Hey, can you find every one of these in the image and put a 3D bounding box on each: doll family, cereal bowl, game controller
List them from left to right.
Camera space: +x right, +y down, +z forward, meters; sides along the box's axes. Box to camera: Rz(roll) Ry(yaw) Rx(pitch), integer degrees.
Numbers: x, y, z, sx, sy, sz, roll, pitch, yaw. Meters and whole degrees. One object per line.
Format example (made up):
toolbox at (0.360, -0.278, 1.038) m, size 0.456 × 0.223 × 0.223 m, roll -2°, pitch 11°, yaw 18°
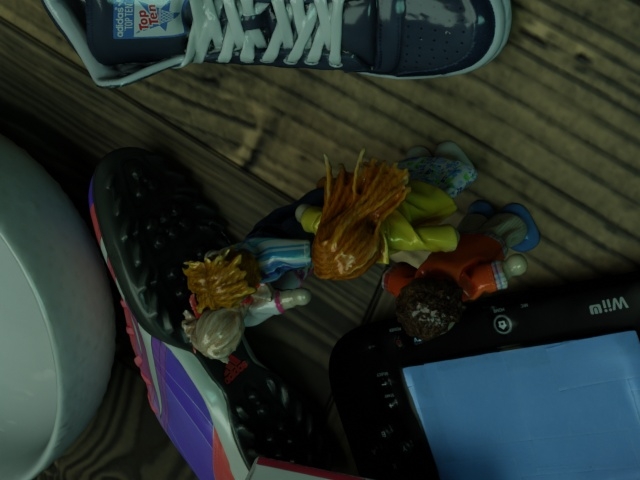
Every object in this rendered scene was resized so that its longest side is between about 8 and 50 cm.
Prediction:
cereal bowl at (-0.301, 0.037, 0.968) m, size 0.339 × 0.141 × 0.338 m, roll 16°, pitch 122°, yaw 27°
doll family at (0.000, 0.000, 0.736) m, size 0.263 × 0.163 × 0.118 m, roll -11°, pitch 108°, yaw 37°
game controller at (0.147, 0.114, 0.764) m, size 0.319 × 0.067 × 0.166 m, roll -15°, pitch 105°, yaw 37°

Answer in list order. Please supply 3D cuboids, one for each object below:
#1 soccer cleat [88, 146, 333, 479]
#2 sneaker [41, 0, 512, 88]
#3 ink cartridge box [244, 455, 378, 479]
soccer cleat at (-0.107, 0.082, 0.893) m, size 0.116 × 0.109 × 0.318 m, roll -16°, pitch 107°, yaw 42°
sneaker at (-0.038, -0.140, 0.694) m, size 0.282 × 0.153 × 0.099 m, roll 18°, pitch 123°, yaw 24°
ink cartridge box at (0.052, 0.266, 0.826) m, size 0.172 × 0.100 × 0.237 m, roll 5°, pitch 144°, yaw 31°
